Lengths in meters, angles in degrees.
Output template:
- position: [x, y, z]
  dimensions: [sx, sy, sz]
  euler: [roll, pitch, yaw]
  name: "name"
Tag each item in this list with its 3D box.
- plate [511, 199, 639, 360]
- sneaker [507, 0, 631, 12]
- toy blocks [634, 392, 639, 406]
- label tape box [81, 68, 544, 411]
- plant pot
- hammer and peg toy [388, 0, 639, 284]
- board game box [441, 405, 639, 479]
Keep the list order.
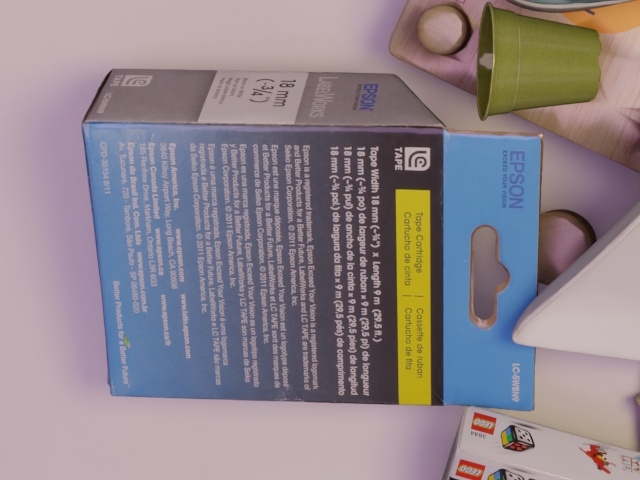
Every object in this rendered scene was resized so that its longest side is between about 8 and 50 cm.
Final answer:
- position: [0.313, 0.002, 1.268]
  dimensions: [0.278, 0.045, 0.277]
  euler: [8, 143, -29]
  name: "plate"
- position: [0.280, -0.225, 1.168]
  dimensions: [0.366, 0.150, 0.135]
  euler: [-16, 92, 8]
  name: "sneaker"
- position: [0.311, 0.154, 1.404]
  dimensions: [0.123, 0.054, 0.148]
  euler: [-1, 98, 7]
  name: "toy blocks"
- position: [0.000, 0.000, 1.356]
  dimensions: [0.333, 0.106, 0.240]
  euler: [2, 118, 6]
  name: "label tape box"
- position: [0.153, -0.124, 1.242]
  dimensions: [0.079, 0.083, 0.083]
  euler: [2, 99, -3]
  name: "plant pot"
- position: [0.185, -0.155, 1.329]
  dimensions: [0.266, 0.127, 0.361]
  euler: [27, 100, 5]
  name: "hammer and peg toy"
- position: [0.237, 0.245, 1.380]
  dimensions: [0.305, 0.053, 0.193]
  euler: [15, 134, 4]
  name: "board game box"
